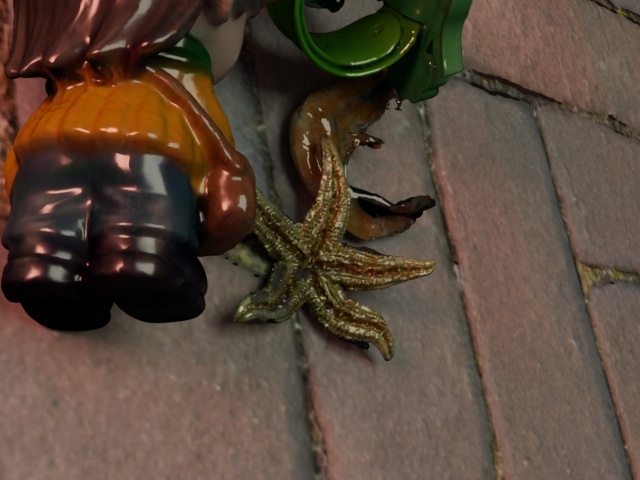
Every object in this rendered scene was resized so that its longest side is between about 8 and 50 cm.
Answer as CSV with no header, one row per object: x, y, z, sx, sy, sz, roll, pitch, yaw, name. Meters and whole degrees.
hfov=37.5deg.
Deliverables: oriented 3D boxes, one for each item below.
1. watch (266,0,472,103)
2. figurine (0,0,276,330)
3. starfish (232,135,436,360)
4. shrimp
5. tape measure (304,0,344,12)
0.035,-0.188,0.766,0.152,0.165,0.131,-10,39,-27,watch
-0.122,-0.122,0.591,0.204,0.185,0.332,70,21,-49,figurine
0.000,0.000,0.735,0.208,0.053,0.176,22,69,-34,starfish
0.054,-0.088,0.845,0.152,0.046,0.219,52,43,-12,shrimp
-0.038,-0.278,0.829,0.146,0.081,0.125,15,49,-42,tape measure
